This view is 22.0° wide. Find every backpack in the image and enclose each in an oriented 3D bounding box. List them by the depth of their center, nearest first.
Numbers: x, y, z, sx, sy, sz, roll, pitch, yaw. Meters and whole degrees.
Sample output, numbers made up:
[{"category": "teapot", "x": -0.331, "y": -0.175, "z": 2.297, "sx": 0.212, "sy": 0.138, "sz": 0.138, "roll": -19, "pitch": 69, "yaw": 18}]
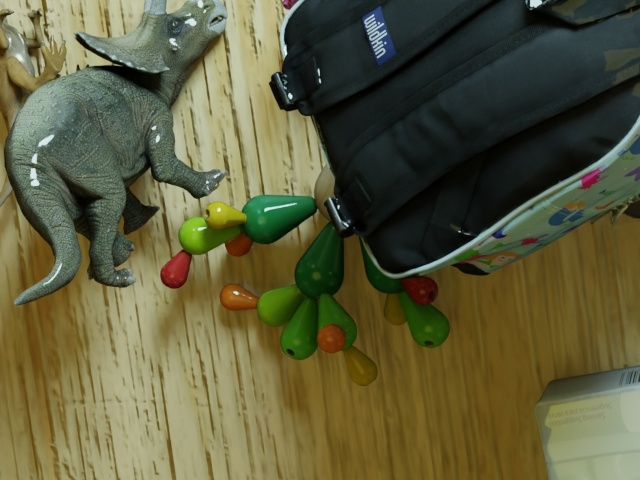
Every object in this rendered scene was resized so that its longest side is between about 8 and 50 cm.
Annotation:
[{"category": "backpack", "x": 0.126, "y": -0.112, "z": 1.017, "sx": 0.253, "sy": 0.191, "sz": 0.225, "roll": -36, "pitch": 69, "yaw": 41}]

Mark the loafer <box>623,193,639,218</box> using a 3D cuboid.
[{"category": "loafer", "x": 0.339, "y": -0.036, "z": 1.108, "sx": 0.366, "sy": 0.130, "sz": 0.134, "roll": 6, "pitch": 96, "yaw": 13}]

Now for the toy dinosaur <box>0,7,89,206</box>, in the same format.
[{"category": "toy dinosaur", "x": -0.234, "y": -0.111, "z": 1.289, "sx": 0.112, "sy": 0.064, "sz": 0.211, "roll": -10, "pitch": 83, "yaw": 32}]

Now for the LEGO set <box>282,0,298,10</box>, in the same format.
[{"category": "LEGO set", "x": 0.049, "y": -0.106, "z": 1.181, "sx": 0.227, "sy": 0.087, "sz": 0.093, "roll": 43, "pitch": 62, "yaw": 5}]

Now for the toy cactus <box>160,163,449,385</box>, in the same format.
[{"category": "toy cactus", "x": 0.000, "y": 0.000, "z": 1.220, "sx": 0.219, "sy": 0.112, "sz": 0.180, "roll": 20, "pitch": 90, "yaw": 20}]

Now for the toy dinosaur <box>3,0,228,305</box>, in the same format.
[{"category": "toy dinosaur", "x": -0.170, "y": -0.061, "z": 1.197, "sx": 0.121, "sy": 0.313, "sz": 0.160, "roll": -17, "pitch": 115, "yaw": 44}]

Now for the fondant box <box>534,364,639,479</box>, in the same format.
[{"category": "fondant box", "x": 0.304, "y": 0.245, "z": 1.162, "sx": 0.238, "sy": 0.096, "sz": 0.330, "roll": -12, "pitch": 93, "yaw": 14}]
